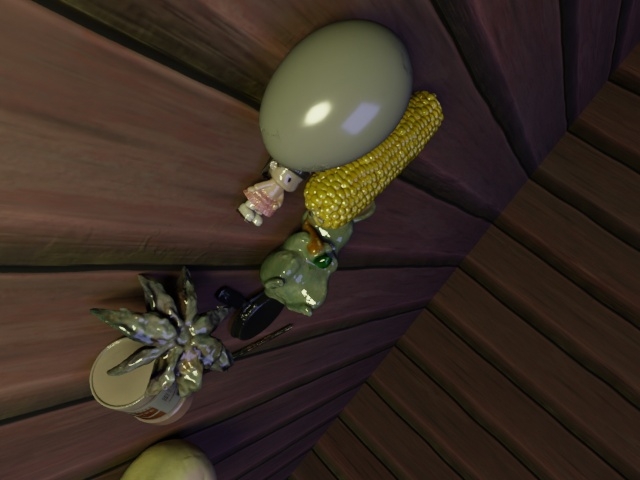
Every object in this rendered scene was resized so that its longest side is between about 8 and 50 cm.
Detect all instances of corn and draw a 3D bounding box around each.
[{"bbox_3d":[0.081,-0.127,0.782,0.310,0.101,0.102,-45,157,-20],"label":"corn"}]

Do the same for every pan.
[{"bbox_3d":[-0.129,0.127,0.888,0.136,0.028,0.235,-48,157,-3],"label":"pan"}]

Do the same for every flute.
[{"bbox_3d":[-0.150,0.228,1.026,0.269,0.014,0.014,-18,142,-49],"label":"flute"}]

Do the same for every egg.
[{"bbox_3d":[0.017,-0.163,0.551,0.198,0.146,0.146,-38,155,-7],"label":"egg"}]

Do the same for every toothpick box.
[{"bbox_3d":[-0.256,0.211,0.709,0.098,0.098,0.149,-41,154,-16],"label":"toothpick box"}]

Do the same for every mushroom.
[{"bbox_3d":[-0.323,0.530,0.974,0.246,0.202,0.247,16,72,-57],"label":"mushroom"}]

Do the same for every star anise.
[{"bbox_3d":[-0.188,0.121,0.638,0.061,0.205,0.181,-14,-147,41],"label":"star anise"}]

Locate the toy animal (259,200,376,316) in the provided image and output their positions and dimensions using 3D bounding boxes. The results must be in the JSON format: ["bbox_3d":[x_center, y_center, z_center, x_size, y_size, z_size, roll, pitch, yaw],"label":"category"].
[{"bbox_3d":[-0.003,-0.002,0.837,0.251,0.127,0.125,-55,148,-22],"label":"toy animal"}]

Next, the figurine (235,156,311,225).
[{"bbox_3d":[-0.066,-0.082,0.659,0.129,0.054,0.072,-45,143,10],"label":"figurine"}]
